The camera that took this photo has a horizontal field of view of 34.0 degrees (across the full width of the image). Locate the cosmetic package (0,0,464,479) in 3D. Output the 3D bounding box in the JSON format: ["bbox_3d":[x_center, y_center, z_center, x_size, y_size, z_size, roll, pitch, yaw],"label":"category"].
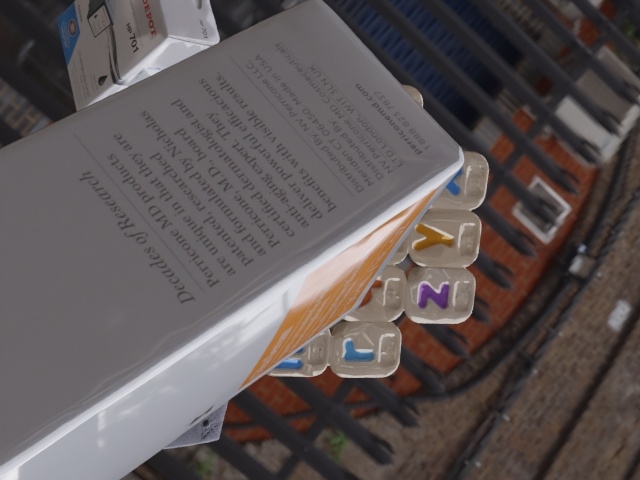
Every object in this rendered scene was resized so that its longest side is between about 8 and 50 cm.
[{"bbox_3d":[-0.144,0.048,0.660,0.453,0.161,0.230,-33,166,-31],"label":"cosmetic package"}]

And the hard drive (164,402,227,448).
[{"bbox_3d":[-0.278,0.275,1.797,0.054,0.255,0.171,36,-63,50],"label":"hard drive"}]

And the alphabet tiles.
[{"bbox_3d":[0.016,-0.008,0.985,0.021,0.278,0.284,-128,-139,-73],"label":"alphabet tiles"}]

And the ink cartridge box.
[{"bbox_3d":[-0.221,-0.249,1.251,0.082,0.139,0.191,1,157,-45],"label":"ink cartridge box"}]
